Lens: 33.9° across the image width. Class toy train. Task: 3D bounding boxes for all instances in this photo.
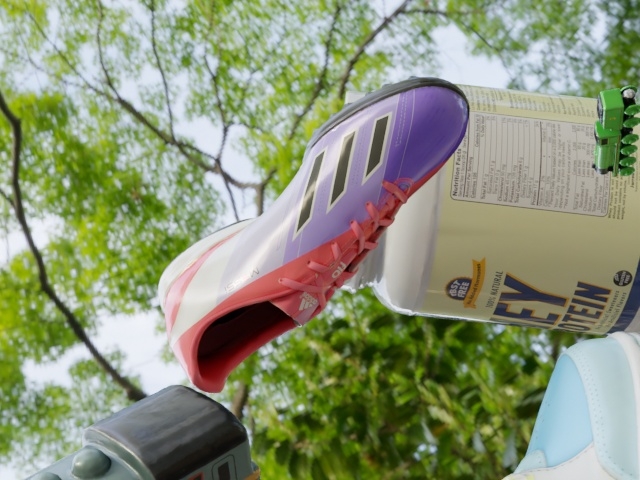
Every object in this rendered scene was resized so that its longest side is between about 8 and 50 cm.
[{"bbox_3d":[0.163,-0.058,0.579,0.024,0.017,0.083,-9,-27,8],"label":"toy train"},{"bbox_3d":[-0.178,0.242,0.759,0.334,0.142,0.190,-24,-61,-37],"label":"toy train"}]

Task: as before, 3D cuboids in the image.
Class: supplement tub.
[{"bbox_3d":[0.176,-0.034,1.047,0.325,0.235,0.235,6,-54,0],"label":"supplement tub"}]

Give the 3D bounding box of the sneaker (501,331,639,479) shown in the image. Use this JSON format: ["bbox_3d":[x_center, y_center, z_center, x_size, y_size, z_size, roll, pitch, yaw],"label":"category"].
[{"bbox_3d":[0.047,0.155,0.465,0.208,0.319,0.127,15,-37,7],"label":"sneaker"}]

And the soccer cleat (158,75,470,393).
[{"bbox_3d":[0.000,0.000,0.838,0.318,0.116,0.109,-38,-47,19],"label":"soccer cleat"}]
